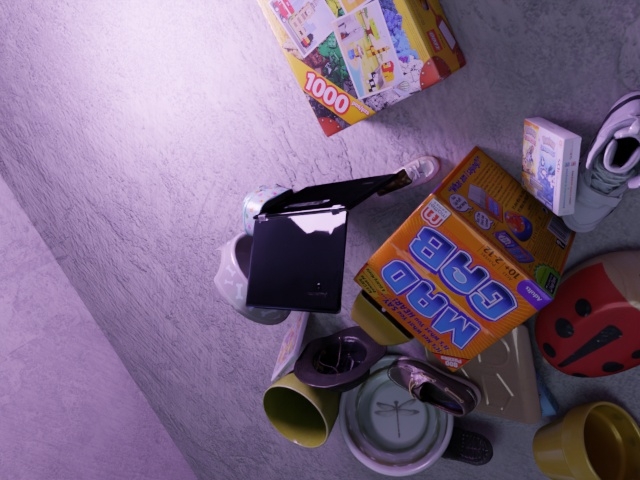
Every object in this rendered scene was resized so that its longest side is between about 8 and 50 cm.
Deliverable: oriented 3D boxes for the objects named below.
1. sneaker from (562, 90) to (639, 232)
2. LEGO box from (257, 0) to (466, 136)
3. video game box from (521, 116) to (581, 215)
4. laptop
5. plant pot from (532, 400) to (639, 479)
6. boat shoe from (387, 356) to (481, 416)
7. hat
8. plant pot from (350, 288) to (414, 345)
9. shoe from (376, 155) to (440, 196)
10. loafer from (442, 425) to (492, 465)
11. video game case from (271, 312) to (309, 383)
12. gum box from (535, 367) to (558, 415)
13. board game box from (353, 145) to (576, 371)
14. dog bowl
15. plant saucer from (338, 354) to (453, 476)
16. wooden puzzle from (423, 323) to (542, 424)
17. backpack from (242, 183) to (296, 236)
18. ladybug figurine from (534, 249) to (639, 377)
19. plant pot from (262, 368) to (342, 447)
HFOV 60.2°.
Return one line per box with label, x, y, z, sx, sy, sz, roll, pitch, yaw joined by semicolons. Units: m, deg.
sneaker;0.650;-0.148;1.268;0.137;0.210;0.366;27;128;18
LEGO box;0.080;-0.577;1.407;0.372;0.193;0.500;-20;104;39
video game box;0.549;-0.183;1.330;0.048;0.205;0.187;-6;115;-3
laptop;0.000;0.000;1.611;0.381;0.408;0.236;-2;114;44
plant pot;0.769;0.616;1.621;0.254;0.254;0.239;48;145;1
boat shoe;0.344;0.469;1.772;0.324;0.096;0.117;16;117;37
hat;0.081;0.441;1.911;0.331;0.331;0.134;-3;116;34
plant pot;0.219;0.216;1.774;0.212;0.212;0.187;43;143;5
shoe;0.252;-0.180;1.611;0.219;0.058;0.077;-25;101;40
loafer;0.440;0.713;1.946;0.365;0.134;0.130;9;158;43
video game case;-0.112;0.395;2.073;0.026;0.227;0.206;27;131;-9
gum box;0.634;0.475;1.747;0.157;0.041;0.184;-27;100;41
board game box;0.381;0.041;1.455;0.356;0.356;0.356;43;131;5
dog bowl;-0.206;0.117;1.909;0.349;0.349;0.102;48;118;1
plant saucer;0.267;0.609;1.938;0.400;0.100;0.401;-5;73;18
wooden puzzle;0.499;0.385;1.722;0.347;0.080;0.322;-3;106;42
backpack;-0.183;-0.093;1.859;0.144;0.188;0.166;18;125;24
ladybug figurine;0.743;0.220;1.450;0.305;0.162;0.449;38;130;9
plant pot;-0.019;0.562;2.057;0.274;0.293;0.275;16;123;26
